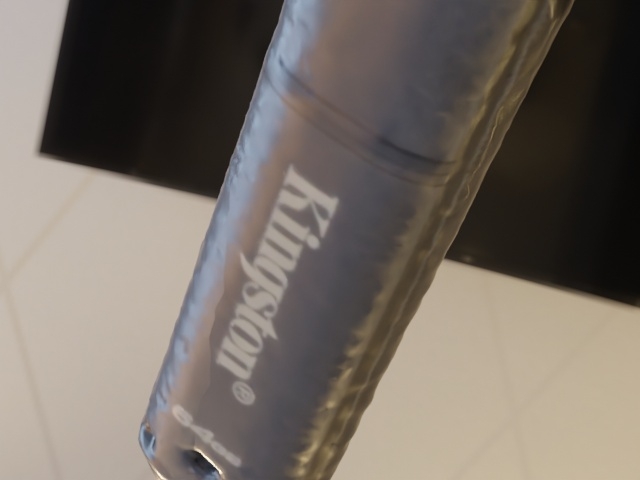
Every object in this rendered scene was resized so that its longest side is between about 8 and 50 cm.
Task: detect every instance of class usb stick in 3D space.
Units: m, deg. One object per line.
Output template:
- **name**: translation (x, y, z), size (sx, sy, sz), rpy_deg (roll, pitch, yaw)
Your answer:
- **usb stick**: translation (0.000, 0.000, 0.472), size (0.077, 0.278, 0.045), rpy_deg (31, -138, 9)
